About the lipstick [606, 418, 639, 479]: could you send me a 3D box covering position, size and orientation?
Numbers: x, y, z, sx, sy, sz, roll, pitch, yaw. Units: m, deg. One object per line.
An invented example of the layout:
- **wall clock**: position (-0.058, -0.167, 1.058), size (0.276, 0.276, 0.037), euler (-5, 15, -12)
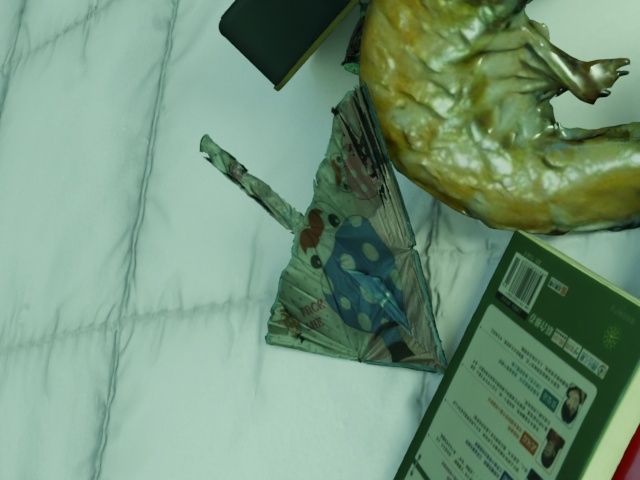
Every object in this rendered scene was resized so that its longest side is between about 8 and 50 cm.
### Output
- **lipstick**: position (0.220, 0.098, 0.633), size (0.073, 0.073, 0.280), euler (15, 86, 51)

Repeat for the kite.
- **kite**: position (0.000, 0.000, 0.872), size (0.314, 0.011, 0.335), euler (44, 139, 23)

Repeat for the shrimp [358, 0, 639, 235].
- **shrimp**: position (0.175, -0.167, 0.649), size (0.272, 0.085, 0.445), euler (36, 135, 11)

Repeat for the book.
- **book**: position (0.125, 0.139, 0.699), size (0.264, 0.027, 0.202), euler (-66, 21, 9)

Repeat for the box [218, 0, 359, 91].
- **box**: position (-0.001, -0.254, 0.986), size (0.201, 0.090, 0.144), euler (-44, 10, 27)

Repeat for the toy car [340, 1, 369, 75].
- **toy car**: position (0.064, -0.197, 0.961), size (0.142, 0.055, 0.069), euler (161, 126, -68)
